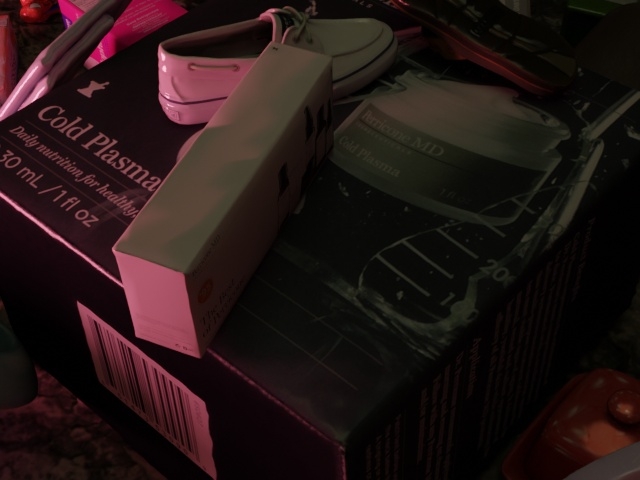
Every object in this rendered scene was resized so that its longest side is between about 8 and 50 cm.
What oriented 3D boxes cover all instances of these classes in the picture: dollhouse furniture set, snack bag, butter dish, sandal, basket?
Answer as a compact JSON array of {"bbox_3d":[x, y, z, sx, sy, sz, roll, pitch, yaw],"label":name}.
[{"bbox_3d":[0.429,-0.395,1.309,0.151,0.301,0.197,16,52,14],"label":"dollhouse furniture set"},{"bbox_3d":[-0.323,-0.158,1.137,0.037,0.323,0.342,39,33,-14],"label":"snack bag"},{"bbox_3d":[0.270,0.179,0.898,0.160,0.118,0.160,31,56,29],"label":"butter dish"},{"bbox_3d":[0.139,-0.198,0.917,0.219,0.060,0.090,38,60,15],"label":"sandal"},{"bbox_3d":[0.370,-0.188,1.226,0.204,0.154,0.227,20,47,18],"label":"basket"}]

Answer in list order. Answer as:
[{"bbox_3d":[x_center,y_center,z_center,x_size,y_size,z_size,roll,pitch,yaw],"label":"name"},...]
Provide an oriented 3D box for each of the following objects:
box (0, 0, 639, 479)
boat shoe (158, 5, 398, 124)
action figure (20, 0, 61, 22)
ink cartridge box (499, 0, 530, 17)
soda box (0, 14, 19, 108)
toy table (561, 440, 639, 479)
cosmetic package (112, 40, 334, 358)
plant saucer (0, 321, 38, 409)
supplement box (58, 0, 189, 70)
[{"bbox_3d":[0.000,0.000,0.968,0.480,0.297,0.472,32,53,29],"label":"box"},{"bbox_3d":[-0.033,-0.165,0.870,0.226,0.075,0.083,-21,48,-17],"label":"boat shoe"},{"bbox_3d":[-0.379,-0.422,1.520,0.139,0.091,0.280,-3,46,13],"label":"action figure"},{"bbox_3d":[0.146,-0.314,1.365,0.272,0.130,0.309,4,47,7],"label":"ink cartridge box"},{"bbox_3d":[-0.455,-0.235,1.368,0.058,0.063,0.183,-9,46,-5],"label":"soda box"},{"bbox_3d":[0.302,0.258,0.753,0.274,0.252,0.161,-20,32,-1],"label":"toy table"},{"bbox_3d":[-0.060,-0.037,0.734,0.060,0.099,0.239,16,51,18],"label":"cosmetic package"},{"bbox_3d":[-0.412,0.075,0.927,0.318,0.317,0.043,22,91,22],"label":"plant saucer"},{"bbox_3d":[-0.247,-0.270,1.357,0.114,0.111,0.220,-34,53,-25],"label":"supplement box"}]
